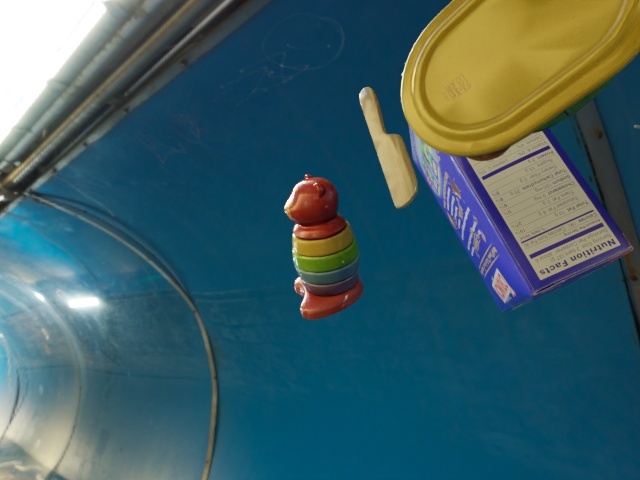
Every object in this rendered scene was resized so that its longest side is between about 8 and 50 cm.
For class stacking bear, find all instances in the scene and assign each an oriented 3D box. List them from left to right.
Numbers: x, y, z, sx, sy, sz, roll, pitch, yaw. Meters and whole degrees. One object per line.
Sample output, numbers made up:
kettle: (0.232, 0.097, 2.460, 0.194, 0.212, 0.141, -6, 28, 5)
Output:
stacking bear: (0.000, 0.000, 0.940, 0.175, 0.164, 0.289, -115, -168, -63)

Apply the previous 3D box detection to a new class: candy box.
candy box: (0.245, -0.070, 0.597, 0.122, 0.268, 0.317, -26, -108, 8)

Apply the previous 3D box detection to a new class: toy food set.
toy food set: (0.139, -0.125, 0.328, 0.217, 0.071, 0.128, -35, -116, 30)

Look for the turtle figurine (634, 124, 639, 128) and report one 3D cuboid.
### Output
turtle figurine: (0.472, -0.191, 0.476, 0.118, 0.234, 0.175, -146, -133, -74)
